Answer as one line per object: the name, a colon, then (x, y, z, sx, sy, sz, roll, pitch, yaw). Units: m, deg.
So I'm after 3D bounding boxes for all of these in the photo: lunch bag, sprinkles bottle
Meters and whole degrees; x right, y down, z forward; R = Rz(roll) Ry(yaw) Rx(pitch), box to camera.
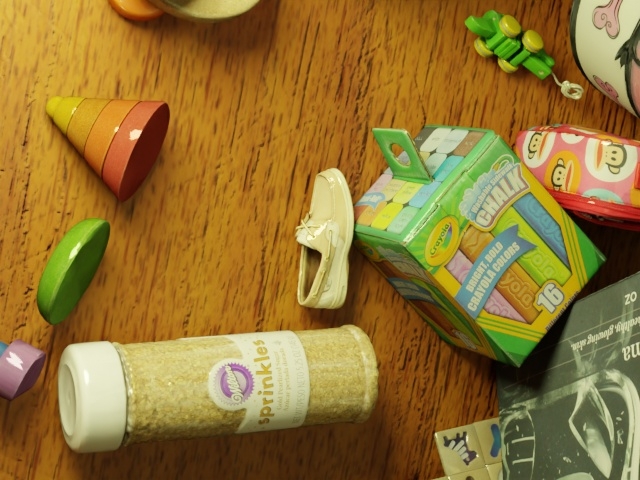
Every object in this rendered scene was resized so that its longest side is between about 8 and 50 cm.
lunch bag: (0.405, -0.069, 1.741, 0.293, 0.258, 0.120, 9, 93, -24)
sprinkles bottle: (-0.114, 0.165, 1.619, 0.355, 0.121, 0.121, -3, 98, -24)

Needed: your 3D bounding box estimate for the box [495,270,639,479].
box: (0.447, 0.291, 1.610, 0.297, 0.480, 0.472, 6, 70, -24)

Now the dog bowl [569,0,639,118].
dog bowl: (0.516, -0.279, 1.708, 0.408, 0.150, 0.408, -15, 140, -13)

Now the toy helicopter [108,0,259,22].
toy helicopter: (-0.125, -0.413, 1.534, 0.235, 0.140, 0.355, -7, 88, -17)

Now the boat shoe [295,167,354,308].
boat shoe: (0.000, 0.000, 1.678, 0.059, 0.063, 0.170, -4, 100, -29)

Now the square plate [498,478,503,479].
square plate: (0.360, 0.449, 1.840, 0.347, 0.049, 0.344, -14, 75, -24)

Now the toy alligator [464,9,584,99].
toy alligator: (0.254, -0.239, 1.768, 0.189, 0.056, 0.051, 28, 45, -25)

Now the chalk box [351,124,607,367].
chalk box: (0.158, -0.018, 1.684, 0.289, 0.180, 0.179, 45, 78, -21)

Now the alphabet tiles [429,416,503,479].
alphabet tiles: (0.267, 0.390, 1.794, 0.285, 0.011, 0.343, -9, 73, -23)

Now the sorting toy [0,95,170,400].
sorting toy: (-0.299, -0.012, 1.541, 0.126, 0.127, 0.365, 27, 88, 5)
